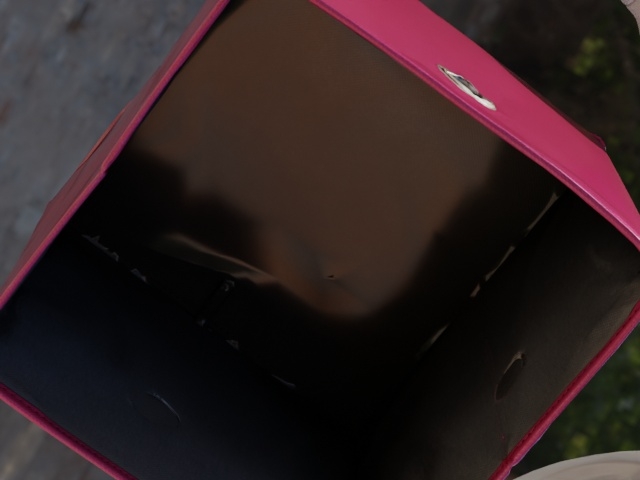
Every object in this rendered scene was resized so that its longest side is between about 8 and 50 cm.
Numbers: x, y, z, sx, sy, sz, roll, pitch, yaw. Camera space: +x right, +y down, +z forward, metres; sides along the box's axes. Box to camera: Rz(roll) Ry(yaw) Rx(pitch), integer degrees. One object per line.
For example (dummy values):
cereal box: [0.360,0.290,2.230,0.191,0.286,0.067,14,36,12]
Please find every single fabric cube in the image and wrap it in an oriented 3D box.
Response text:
fabric cube: [0.000,0.000,0.984,0.259,0.254,0.258,-51,-171,15]

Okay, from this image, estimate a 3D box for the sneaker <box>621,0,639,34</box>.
sneaker: [0.284,-0.237,1.282,0.137,0.365,0.210,-28,162,35]

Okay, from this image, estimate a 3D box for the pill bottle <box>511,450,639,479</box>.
pill bottle: [0.280,0.414,1.638,0.229,0.229,0.407,-43,118,-74]
